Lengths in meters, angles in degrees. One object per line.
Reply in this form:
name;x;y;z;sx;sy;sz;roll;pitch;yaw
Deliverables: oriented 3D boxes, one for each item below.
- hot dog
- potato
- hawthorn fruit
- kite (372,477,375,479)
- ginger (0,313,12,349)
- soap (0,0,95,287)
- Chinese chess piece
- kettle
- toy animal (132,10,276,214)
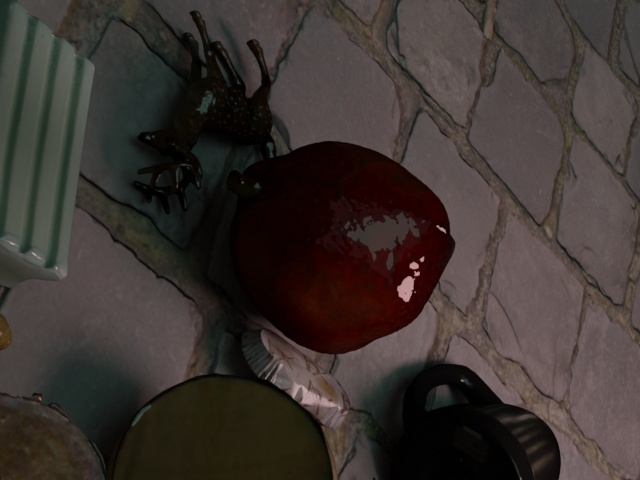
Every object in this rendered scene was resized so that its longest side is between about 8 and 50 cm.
hot dog;-0.031;0.180;1.587;0.192;0.053;0.099;39;24;-38
potato;-0.318;0.226;1.245;0.243;0.098;0.138;43;45;-21
hawthorn fruit;0.000;0.000;1.551;0.307;0.265;0.265;26;59;-35
kite;0.086;0.436;1.621;0.015;0.141;0.245;-5;69;-4
ginger;-0.423;0.037;1.216;0.299;0.065;0.118;50;28;-27
soap;-0.332;-0.101;1.322;0.160;0.087;0.265;38;50;-55
Chinese chess piece;-0.108;0.273;1.360;0.257;0.104;0.257;3;61;-6
kettle;0.231;0.316;1.770;0.271;0.251;0.207;-7;113;-56
toy animal;-0.133;-0.157;1.584;0.243;0.087;0.260;8;69;-44
